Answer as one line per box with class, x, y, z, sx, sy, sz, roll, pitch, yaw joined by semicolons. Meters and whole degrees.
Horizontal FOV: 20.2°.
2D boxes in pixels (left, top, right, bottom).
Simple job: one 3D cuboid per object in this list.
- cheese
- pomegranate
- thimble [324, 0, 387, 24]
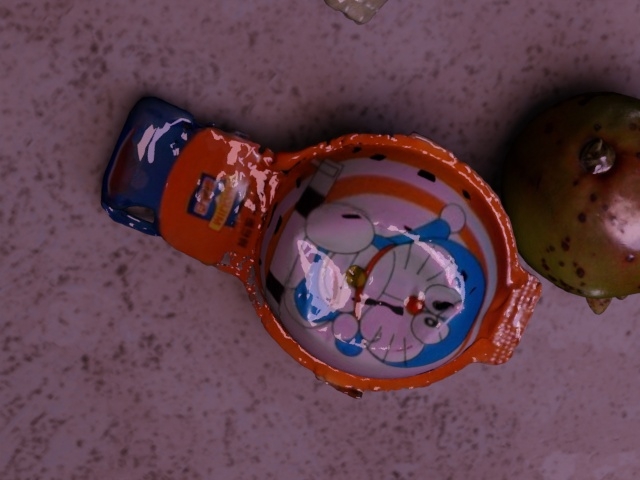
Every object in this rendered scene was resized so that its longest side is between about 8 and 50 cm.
cheese;0.000;0.000;1.319;0.329;0.129;0.217;24;115;-2
pomegranate;0.215;-0.020;1.341;0.159;0.159;0.205;-16;146;-2
thimble;0.008;-0.204;1.242;0.110;0.084;0.062;35;106;-25
